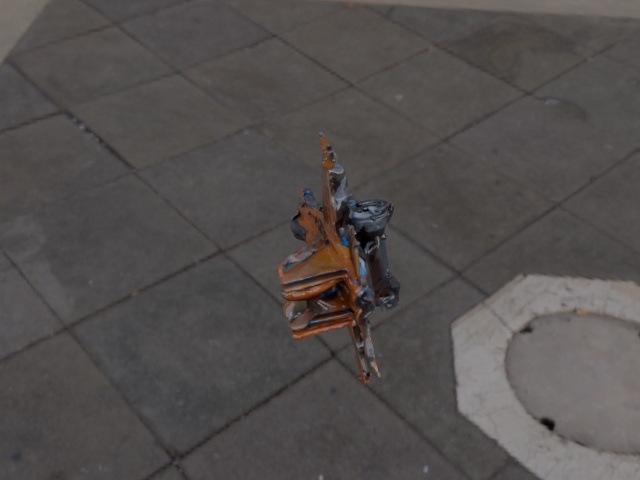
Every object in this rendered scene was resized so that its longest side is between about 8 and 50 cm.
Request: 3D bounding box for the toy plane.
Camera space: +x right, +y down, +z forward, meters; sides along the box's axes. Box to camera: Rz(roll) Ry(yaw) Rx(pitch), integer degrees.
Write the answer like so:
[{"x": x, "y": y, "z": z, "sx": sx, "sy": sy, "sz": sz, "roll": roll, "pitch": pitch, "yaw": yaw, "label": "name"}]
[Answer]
[{"x": 0.012, "y": -0.002, "z": 0.471, "sx": 0.062, "sy": 0.135, "sz": 0.188, "roll": -7, "pitch": 21, "yaw": 4, "label": "toy plane"}]
